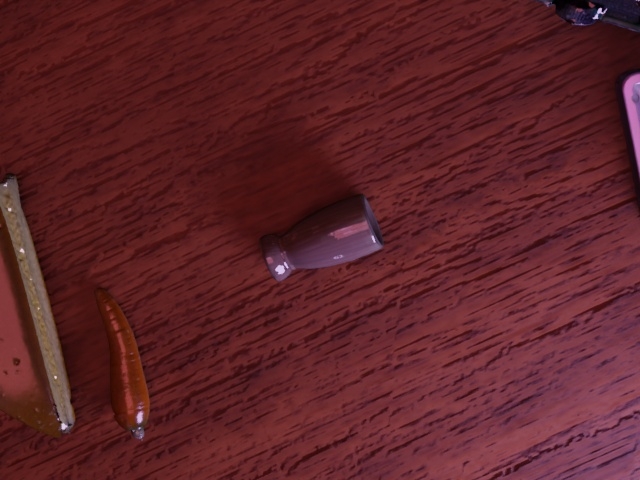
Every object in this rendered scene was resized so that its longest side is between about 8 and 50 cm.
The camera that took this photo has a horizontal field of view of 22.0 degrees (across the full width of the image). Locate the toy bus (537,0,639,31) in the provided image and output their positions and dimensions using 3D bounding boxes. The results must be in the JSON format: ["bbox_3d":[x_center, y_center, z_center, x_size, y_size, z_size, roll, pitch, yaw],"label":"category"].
[{"bbox_3d":[0.278,-0.209,1.341,0.262,0.109,0.091,22,115,16],"label":"toy bus"}]

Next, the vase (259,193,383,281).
[{"bbox_3d":[0.000,0.000,1.443,0.101,0.053,0.053,-21,97,9],"label":"vase"}]

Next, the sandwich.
[{"bbox_3d":[-0.286,0.066,1.444,0.088,0.090,0.244,-12,98,1],"label":"sandwich"}]

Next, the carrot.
[{"bbox_3d":[-0.177,0.110,1.477,0.035,0.035,0.142,-11,91,4],"label":"carrot"}]

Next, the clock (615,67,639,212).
[{"bbox_3d":[0.363,-0.090,1.410,0.197,0.063,0.150,-12,98,4],"label":"clock"}]
